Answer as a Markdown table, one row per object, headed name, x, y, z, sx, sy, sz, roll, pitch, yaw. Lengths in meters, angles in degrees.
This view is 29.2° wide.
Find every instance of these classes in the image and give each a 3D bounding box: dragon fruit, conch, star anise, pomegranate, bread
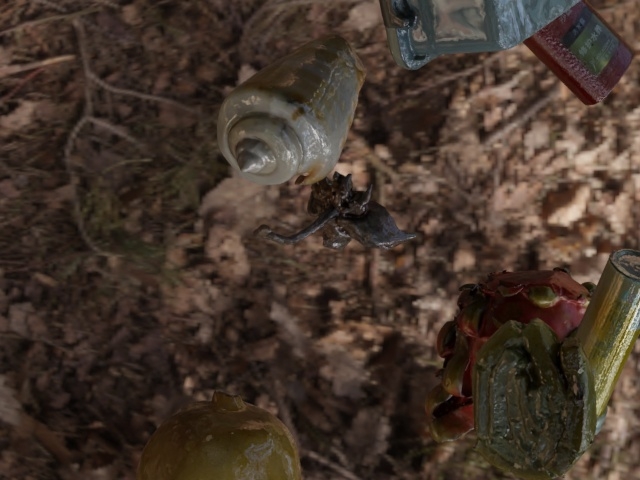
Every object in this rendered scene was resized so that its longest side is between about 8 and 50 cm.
| name | x | y | z | sx | sy | sz | roll | pitch | yaw |
| --- | --- | --- | --- | --- | --- | --- | --- | --- | --- |
| dragon fruit | 0.288 | 0.168 | 1.885 | 0.227 | 0.307 | 0.243 | 9 | 68 | -54 |
| conch | -0.024 | -0.170 | 1.512 | 0.158 | 0.127 | 0.255 | 33 | 66 | -5 |
| star anise | 0.000 | 0.000 | 1.494 | 0.227 | 0.148 | 0.218 | -45 | 156 | -36 |
| pomegranate | -0.138 | 0.322 | 1.649 | 0.233 | 0.233 | 0.233 | -2 | 92 | -38 |
| bread | 0.197 | 0.147 | 1.151 | 0.064 | 0.117 | 0.156 | -34 | 120 | -57 |

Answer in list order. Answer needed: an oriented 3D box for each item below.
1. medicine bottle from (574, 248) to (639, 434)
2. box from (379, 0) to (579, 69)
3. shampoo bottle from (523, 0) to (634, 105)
| name | x | y | z | sx | sy | sz | roll | pitch | yaw |
| --- | --- | --- | --- | --- | --- | --- | --- | --- | --- |
| medicine bottle | 0.306 | 0.112 | 1.330 | 0.074 | 0.074 | 0.218 | -15 | 134 | -37 |
| box | 0.145 | -0.258 | 1.096 | 0.227 | 0.130 | 0.162 | -36 | 123 | -42 |
| shampoo bottle | 0.330 | -0.340 | 1.817 | 0.314 | 0.076 | 0.118 | 41 | 80 | -19 |
